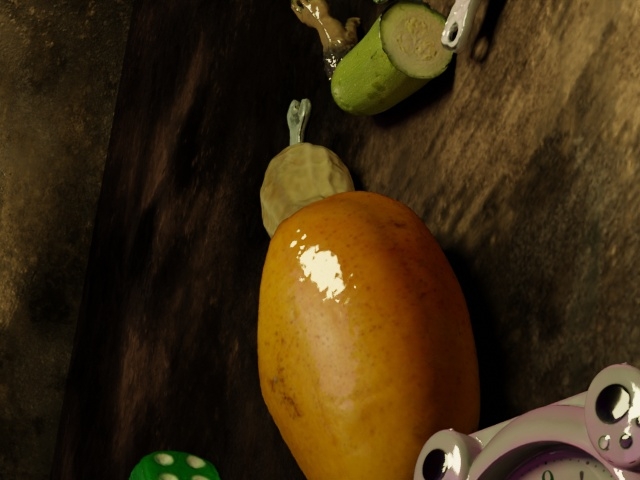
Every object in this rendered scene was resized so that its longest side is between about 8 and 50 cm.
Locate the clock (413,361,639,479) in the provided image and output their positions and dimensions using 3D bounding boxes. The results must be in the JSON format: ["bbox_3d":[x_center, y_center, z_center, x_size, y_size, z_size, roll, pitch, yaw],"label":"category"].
[{"bbox_3d":[0.170,0.228,0.635,0.227,0.090,0.248,-33,44,40],"label":"clock"}]

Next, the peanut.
[{"bbox_3d":[0.000,0.000,1.128,0.298,0.120,0.136,-109,14,-48],"label":"peanut"}]

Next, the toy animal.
[{"bbox_3d":[0.012,-0.289,1.268,0.069,0.086,0.220,-39,64,25],"label":"toy animal"}]

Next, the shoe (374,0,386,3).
[{"bbox_3d":[0.056,-0.381,1.167,0.262,0.128,0.140,-35,-31,-83],"label":"shoe"}]

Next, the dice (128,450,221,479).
[{"bbox_3d":[-0.224,0.405,1.428,0.120,0.128,0.131,45,119,60],"label":"dice"}]

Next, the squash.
[{"bbox_3d":[0.073,-0.197,1.095,0.188,0.095,0.095,147,130,-65],"label":"squash"}]

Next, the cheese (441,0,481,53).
[{"bbox_3d":[0.170,-0.302,0.949,0.137,0.064,0.227,-129,56,-65],"label":"cheese"}]

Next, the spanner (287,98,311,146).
[{"bbox_3d":[-0.041,-0.068,1.370,0.071,0.017,0.302,-21,61,62],"label":"spanner"}]

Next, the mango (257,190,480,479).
[{"bbox_3d":[0.045,0.119,0.891,0.199,0.201,0.350,109,153,-60],"label":"mango"}]
